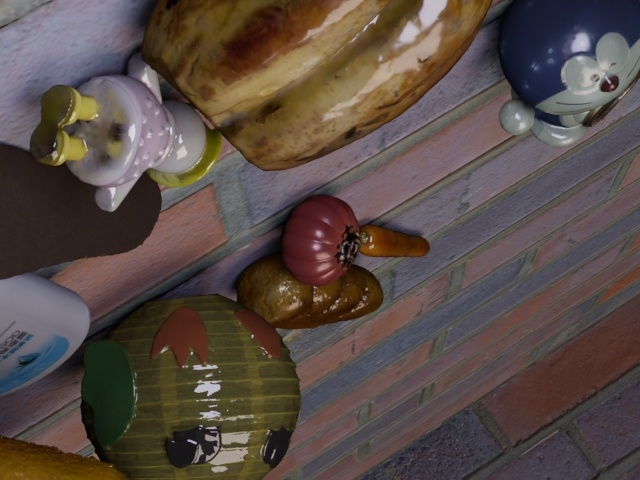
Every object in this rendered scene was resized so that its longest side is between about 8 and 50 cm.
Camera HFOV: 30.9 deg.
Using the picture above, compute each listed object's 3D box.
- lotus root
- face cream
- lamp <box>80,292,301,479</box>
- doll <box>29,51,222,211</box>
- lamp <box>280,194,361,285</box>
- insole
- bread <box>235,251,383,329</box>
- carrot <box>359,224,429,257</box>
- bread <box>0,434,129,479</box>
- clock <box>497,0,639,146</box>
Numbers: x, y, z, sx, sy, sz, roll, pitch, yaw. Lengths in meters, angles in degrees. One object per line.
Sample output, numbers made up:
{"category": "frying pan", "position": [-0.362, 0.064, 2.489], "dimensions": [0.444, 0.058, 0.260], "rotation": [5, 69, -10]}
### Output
{"category": "lotus root", "position": [0.016, -0.174, 0.837], "dimensions": [0.291, 0.193, 0.193], "rotation": [-41, 160, 14]}
{"category": "face cream", "position": [-0.325, 0.065, 0.971], "dimensions": [0.163, 0.080, 0.336], "rotation": [-30, 161, 4]}
{"category": "lamp", "position": [-0.145, 0.202, 1.289], "dimensions": [0.250, 0.284, 0.250], "rotation": [-2, 173, 0]}
{"category": "doll", "position": [-0.145, -0.085, 0.922], "dimensions": [0.207, 0.081, 0.129], "rotation": [-2, 110, -64]}
{"category": "lamp", "position": [0.000, 0.000, 1.333], "dimensions": [0.107, 0.092, 0.107], "rotation": [-34, 130, -52]}
{"category": "insole", "position": [-0.231, -0.023, 0.950], "dimensions": [0.328, 0.007, 0.111], "rotation": [-2, 108, -61]}
{"category": "bread", "position": [0.002, 0.066, 1.510], "dimensions": [0.124, 0.084, 0.344], "rotation": [-19, 168, 25]}
{"category": "carrot", "position": [0.104, 0.004, 1.598], "dimensions": [0.043, 0.043, 0.248], "rotation": [-42, 162, 18]}
{"category": "bread", "position": [-0.335, 0.292, 1.222], "dimensions": [0.337, 0.148, 0.328], "rotation": [11, 146, -1]}
{"category": "clock", "position": [0.269, -0.194, 1.251], "dimensions": [0.199, 0.146, 0.243], "rotation": [-40, 165, 0]}
